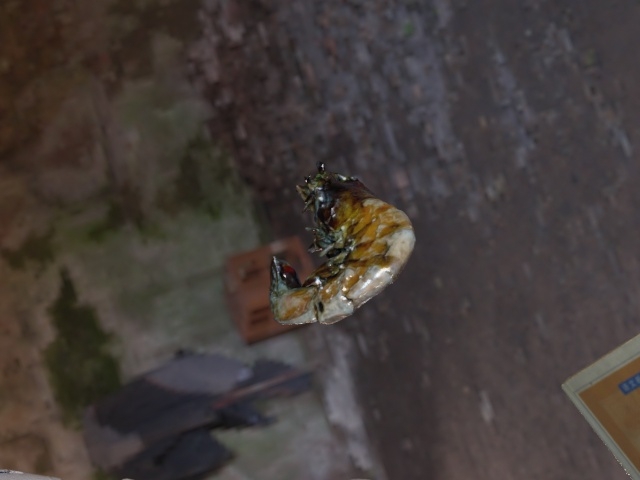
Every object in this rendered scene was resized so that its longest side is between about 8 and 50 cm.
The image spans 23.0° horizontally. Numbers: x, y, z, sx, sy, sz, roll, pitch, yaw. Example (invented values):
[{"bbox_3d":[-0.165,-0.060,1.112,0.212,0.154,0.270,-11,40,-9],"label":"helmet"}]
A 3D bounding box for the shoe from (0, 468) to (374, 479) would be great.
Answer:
[{"bbox_3d":[-0.102,0.185,0.727,0.198,0.351,0.172,51,143,13],"label":"shoe"}]

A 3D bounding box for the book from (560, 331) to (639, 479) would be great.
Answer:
[{"bbox_3d":[0.286,0.159,1.052,0.241,0.018,0.170,52,139,5],"label":"book"}]

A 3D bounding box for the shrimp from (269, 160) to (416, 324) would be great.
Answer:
[{"bbox_3d":[0.000,0.000,0.875,0.034,0.091,0.161,52,-179,-24],"label":"shrimp"}]
